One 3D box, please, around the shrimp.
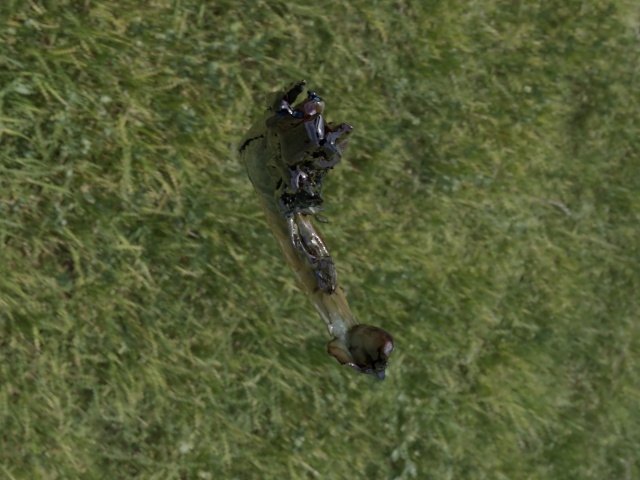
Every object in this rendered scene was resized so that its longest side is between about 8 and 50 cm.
[{"bbox_3d":[0.000,0.000,0.706,0.054,0.222,0.290,-23,170,-11],"label":"shrimp"}]
